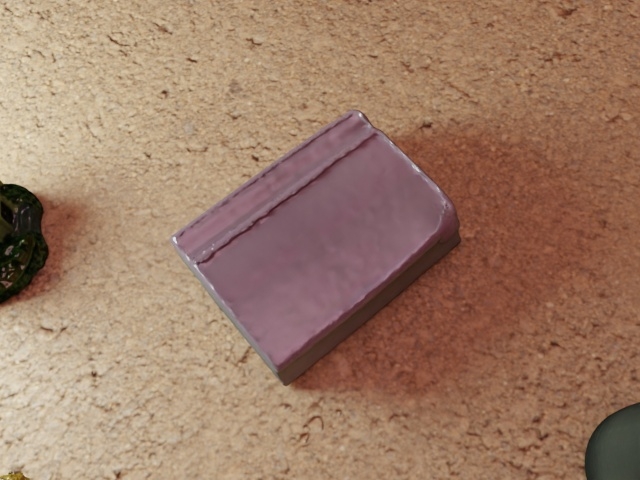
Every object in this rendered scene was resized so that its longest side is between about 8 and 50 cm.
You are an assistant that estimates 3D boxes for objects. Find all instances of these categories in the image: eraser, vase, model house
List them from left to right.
[{"bbox_3d":[-0.548,-0.019,1.182,0.195,0.189,0.214,-11,63,1],"label":"model house"},{"bbox_3d":[0.000,0.000,1.168,0.359,0.122,0.272,-37,67,-12],"label":"eraser"},{"bbox_3d":[0.434,0.245,0.905,0.173,0.321,0.173,-1,64,3],"label":"vase"}]

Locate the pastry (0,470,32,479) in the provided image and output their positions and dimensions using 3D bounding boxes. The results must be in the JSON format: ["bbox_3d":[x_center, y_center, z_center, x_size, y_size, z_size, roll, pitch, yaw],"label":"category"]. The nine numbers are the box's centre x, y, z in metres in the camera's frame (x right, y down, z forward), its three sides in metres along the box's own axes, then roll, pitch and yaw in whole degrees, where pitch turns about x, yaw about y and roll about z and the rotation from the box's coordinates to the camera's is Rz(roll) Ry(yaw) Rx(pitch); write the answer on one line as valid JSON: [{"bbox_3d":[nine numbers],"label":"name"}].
[{"bbox_3d":[-0.458,0.367,1.061,0.140,0.056,0.080,-26,77,-11],"label":"pastry"}]
